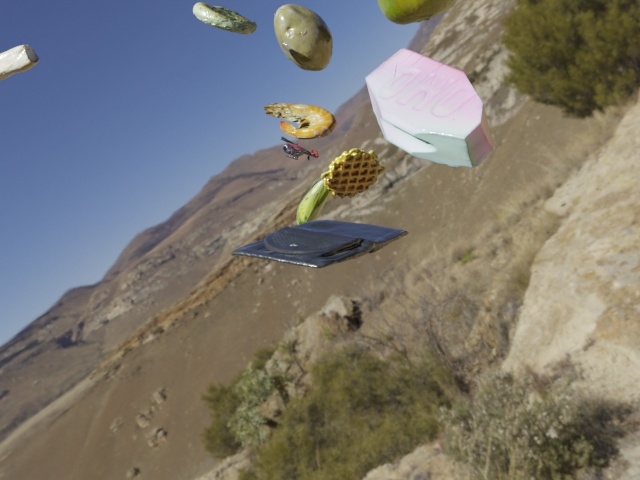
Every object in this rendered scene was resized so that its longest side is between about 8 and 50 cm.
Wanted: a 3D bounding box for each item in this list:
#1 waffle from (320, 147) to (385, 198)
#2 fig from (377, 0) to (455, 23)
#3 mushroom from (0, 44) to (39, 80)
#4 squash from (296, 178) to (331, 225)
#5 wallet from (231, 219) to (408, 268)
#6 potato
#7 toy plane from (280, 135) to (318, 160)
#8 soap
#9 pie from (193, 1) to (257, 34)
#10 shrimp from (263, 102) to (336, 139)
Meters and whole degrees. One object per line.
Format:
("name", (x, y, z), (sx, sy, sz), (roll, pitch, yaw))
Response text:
("waffle", (0.123, -0.260, 2.153), (0.243, 0.059, 0.238), (-36, -38, 20))
("fig", (0.323, -0.899, 1.877), (0.316, 0.316, 0.316), (-34, 6, 4))
("mushroom", (-0.707, -0.381, 1.227), (0.202, 0.059, 0.054), (-8, 16, 15))
("squash", (-0.035, -0.133, 2.177), (0.094, 0.094, 0.341), (-29, 24, 41))
("wallet", (0.000, 0.000, 1.157), (0.247, 0.041, 0.323), (10, 16, 36))
("potato", (-0.054, -0.659, 1.819), (0.160, 0.235, 0.178), (-39, 21, 22))
("toy plane", (-0.071, -0.304, 1.900), (0.037, 0.145, 0.060), (127, 150, -44))
("soap", (0.237, -0.282, 1.214), (0.193, 0.109, 0.324), (-41, 51, -9))
("pie", (-0.267, -0.627, 1.579), (0.187, 0.187, 0.041), (-45, -22, -61))
("shrimp", (-0.069, -0.371, 1.724), (0.150, 0.248, 0.068), (-48, -31, -35))
